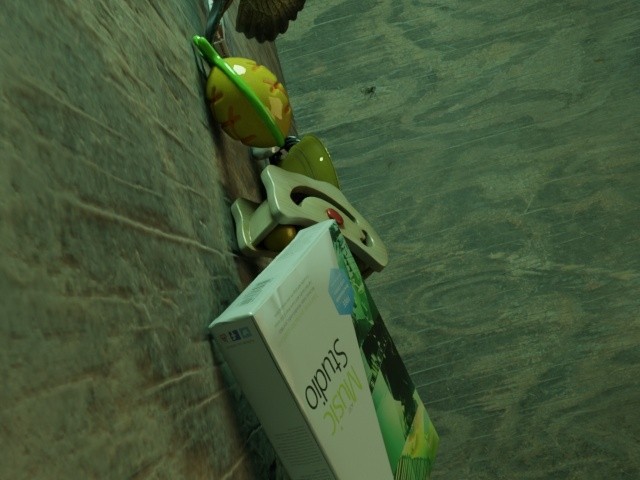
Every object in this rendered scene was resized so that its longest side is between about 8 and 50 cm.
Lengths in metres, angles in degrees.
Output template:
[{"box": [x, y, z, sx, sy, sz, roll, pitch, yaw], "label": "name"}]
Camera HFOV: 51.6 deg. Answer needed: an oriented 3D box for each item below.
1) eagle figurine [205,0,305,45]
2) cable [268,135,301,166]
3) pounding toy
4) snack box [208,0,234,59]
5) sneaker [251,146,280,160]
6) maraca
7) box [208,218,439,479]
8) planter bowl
[{"box": [-0.122, -0.459, 1.009, 0.298, 0.226, 0.225, 70, -16, -8], "label": "eagle figurine"}, {"box": [-0.057, -0.139, 1.381, 0.150, 0.047, 0.184, 54, -29, -11], "label": "cable"}, {"box": [-0.019, 0.018, 0.904, 0.269, 0.155, 0.154, 12, 40, -52], "label": "pounding toy"}, {"box": [-0.172, -0.370, 1.144, 0.064, 0.022, 0.178, 72, 4, -52], "label": "snack box"}, {"box": [-0.112, -0.196, 1.205, 0.061, 0.054, 0.152, 62, 5, -36], "label": "sneaker"}, {"box": [-0.108, -0.198, 0.888, 0.185, 0.099, 0.127, 50, -7, 11], "label": "maraca"}, {"box": [0.025, 0.164, 0.712, 0.322, 0.058, 0.232, 65, 28, -15], "label": "box"}, {"box": [-0.043, -0.080, 1.207, 0.217, 0.090, 0.217, 167, -90, -71], "label": "planter bowl"}]
